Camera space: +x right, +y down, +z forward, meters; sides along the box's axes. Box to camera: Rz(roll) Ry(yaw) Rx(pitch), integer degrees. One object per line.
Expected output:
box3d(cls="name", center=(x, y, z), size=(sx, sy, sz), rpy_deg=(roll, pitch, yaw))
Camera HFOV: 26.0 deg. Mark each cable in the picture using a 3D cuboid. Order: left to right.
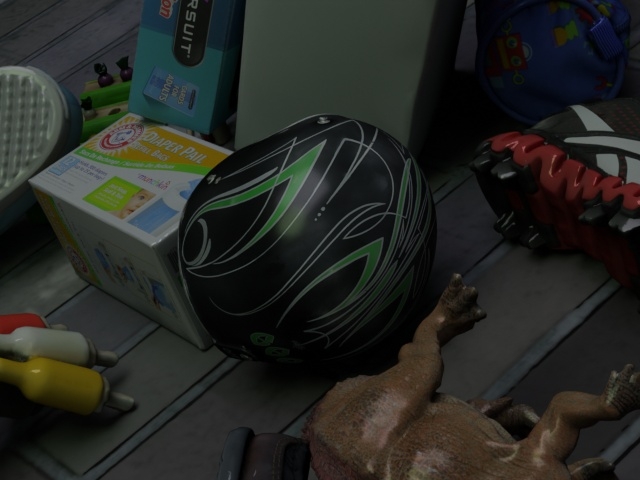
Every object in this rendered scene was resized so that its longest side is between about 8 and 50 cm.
box3d(cls="cable", center=(-0.262, 0.069, 0.937), size=(0.139, 0.287, 0.072), rpy_deg=(36, 100, 37))

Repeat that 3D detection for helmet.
box3d(cls="helmet", center=(0.000, 0.000, 0.954), size=(0.162, 0.169, 0.169), rpy_deg=(-22, 29, 28))

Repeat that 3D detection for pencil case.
box3d(cls="pencil case", center=(0.202, -0.224, 1.203), size=(0.133, 0.119, 0.306), rpy_deg=(-26, 30, 25))

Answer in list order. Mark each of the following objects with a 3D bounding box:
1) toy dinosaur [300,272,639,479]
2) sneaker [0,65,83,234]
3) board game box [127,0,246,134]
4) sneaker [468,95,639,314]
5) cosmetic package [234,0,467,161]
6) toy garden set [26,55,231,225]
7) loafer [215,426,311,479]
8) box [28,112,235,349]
box3d(cls="toy dinosaur", center=(0.057, 0.135, 0.746), size=(0.200, 0.127, 0.296), rpy_deg=(-32, 36, -20))
box3d(cls="sneaker", center=(-0.357, -0.015, 1.243), size=(0.366, 0.135, 0.150), rpy_deg=(-32, -6, 5))
box3d(cls="board game box", center=(-0.051, -0.266, 1.214), size=(0.079, 0.253, 0.336), rpy_deg=(17, 26, 10))
box3d(cls="sneaker", center=(0.223, -0.030, 0.924), size=(0.135, 0.097, 0.276), rpy_deg=(-33, 33, -14))
box3d(cls="cosmetic package", center=(0.045, -0.253, 1.079), size=(0.156, 0.385, 0.217), rpy_deg=(15, 44, 10))
box3d(cls="toy garden set", center=(-0.165, -0.122, 1.335), size=(0.204, 0.049, 0.244), rpy_deg=(-12, 33, 15))
box3d(cls="loafer", center=(-0.005, 0.232, 0.612), size=(0.095, 0.109, 0.302), rpy_deg=(-1, 65, 5))
box3d(cls="box", center=(-0.124, -0.014, 1.100), size=(0.114, 0.103, 0.203), rpy_deg=(-38, 36, -24))
